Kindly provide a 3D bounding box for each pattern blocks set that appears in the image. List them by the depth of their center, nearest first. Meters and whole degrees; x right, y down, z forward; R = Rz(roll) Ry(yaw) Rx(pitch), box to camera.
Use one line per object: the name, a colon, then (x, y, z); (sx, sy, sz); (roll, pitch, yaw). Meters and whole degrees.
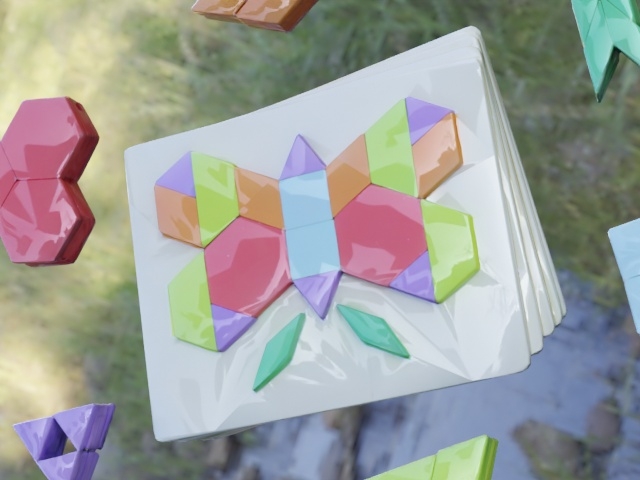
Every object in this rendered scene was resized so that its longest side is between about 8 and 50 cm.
pattern blocks set: (0.000, 0.000, 0.721); (0.324, 0.026, 0.285); (-28, 70, 14)
